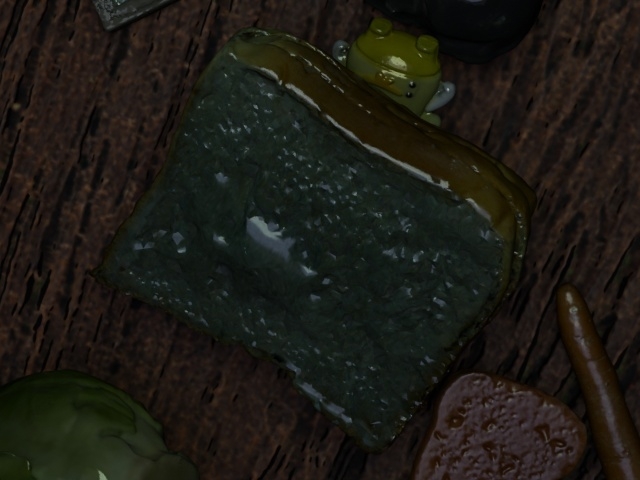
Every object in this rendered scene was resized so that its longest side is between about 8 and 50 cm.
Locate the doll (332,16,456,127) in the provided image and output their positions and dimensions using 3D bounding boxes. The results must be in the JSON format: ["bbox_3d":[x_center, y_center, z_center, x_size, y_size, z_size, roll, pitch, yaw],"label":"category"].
[{"bbox_3d":[0.047,-0.101,1.154,0.106,0.062,0.162,22,125,8],"label":"doll"}]

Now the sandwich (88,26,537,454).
[{"bbox_3d":[0.000,0.000,1.134,0.301,0.099,0.271,32,124,2],"label":"sandwich"}]

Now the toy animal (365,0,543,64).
[{"bbox_3d":[0.173,-0.303,1.125,0.168,0.106,0.343,41,95,2],"label":"toy animal"}]

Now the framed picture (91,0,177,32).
[{"bbox_3d":[-0.143,-0.378,1.192,0.247,0.022,0.335,-24,92,8],"label":"framed picture"}]

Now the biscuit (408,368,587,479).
[{"bbox_3d":[0.168,0.218,1.207,0.186,0.036,0.192,17,97,2],"label":"biscuit"}]

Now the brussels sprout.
[{"bbox_3d":[-0.222,0.217,1.155,0.244,0.244,0.244,1,95,6],"label":"brussels sprout"}]

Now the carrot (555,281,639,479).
[{"bbox_3d":[0.245,0.153,1.192,0.043,0.043,0.248,-20,91,8],"label":"carrot"}]
